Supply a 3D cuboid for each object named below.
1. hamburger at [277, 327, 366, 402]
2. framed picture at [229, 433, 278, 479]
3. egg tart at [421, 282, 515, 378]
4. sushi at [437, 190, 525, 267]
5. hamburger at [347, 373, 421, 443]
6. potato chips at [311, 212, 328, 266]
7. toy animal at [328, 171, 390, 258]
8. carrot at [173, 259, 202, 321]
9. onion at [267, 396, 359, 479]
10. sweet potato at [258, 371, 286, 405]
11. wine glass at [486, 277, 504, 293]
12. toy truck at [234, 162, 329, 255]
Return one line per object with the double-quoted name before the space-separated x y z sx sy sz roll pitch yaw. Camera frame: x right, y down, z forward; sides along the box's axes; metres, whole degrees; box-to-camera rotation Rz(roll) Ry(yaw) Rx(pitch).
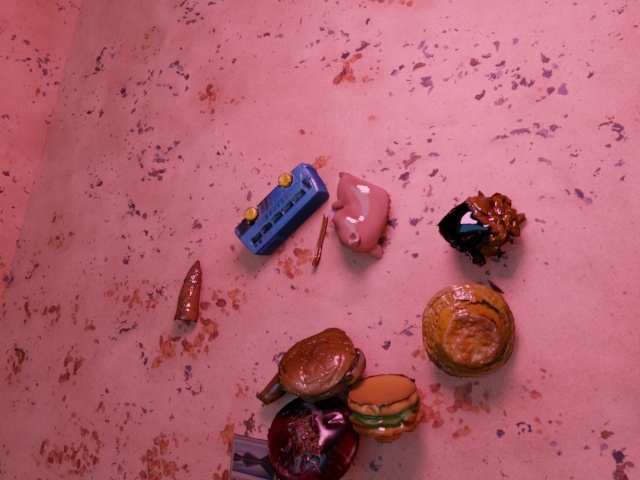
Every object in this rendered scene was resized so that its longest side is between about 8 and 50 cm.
"hamburger" -0.004 0.397 1.549 0.284 0.265 0.134 -29 102 -2
"framed picture" -0.236 0.787 1.706 0.203 0.015 0.150 -1 78 27
"egg tart" 0.429 0.268 1.372 0.293 0.123 0.294 1 98 8
"sushi" 0.492 -0.045 1.441 0.200 0.213 0.204 47 116 5
"hamburger" 0.197 0.512 1.437 0.237 0.237 0.149 -7 95 26
"potato chips" 0.000 0.000 1.766 0.026 0.037 0.204 10 77 19
"toy animal" 0.124 -0.093 1.634 0.212 0.195 0.256 16 88 37
"carrot" -0.531 0.207 1.966 0.101 0.102 0.263 0 72 27
"onion" -0.022 0.639 1.519 0.313 0.232 0.314 -14 42 13
"sweet potato" -0.122 0.488 1.686 0.244 0.077 0.077 -47 61 -3
"wine glass" 0.445 0.230 1.460 0.262 0.074 0.074 -49 62 10
"toy truck" -0.141 -0.116 1.802 0.385 0.161 0.162 -44 74 11
